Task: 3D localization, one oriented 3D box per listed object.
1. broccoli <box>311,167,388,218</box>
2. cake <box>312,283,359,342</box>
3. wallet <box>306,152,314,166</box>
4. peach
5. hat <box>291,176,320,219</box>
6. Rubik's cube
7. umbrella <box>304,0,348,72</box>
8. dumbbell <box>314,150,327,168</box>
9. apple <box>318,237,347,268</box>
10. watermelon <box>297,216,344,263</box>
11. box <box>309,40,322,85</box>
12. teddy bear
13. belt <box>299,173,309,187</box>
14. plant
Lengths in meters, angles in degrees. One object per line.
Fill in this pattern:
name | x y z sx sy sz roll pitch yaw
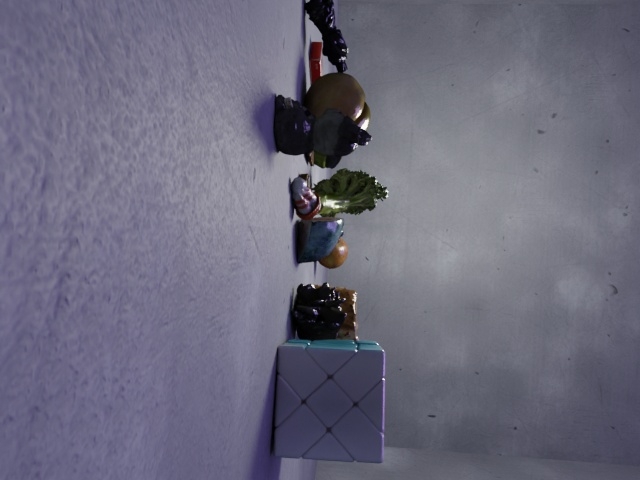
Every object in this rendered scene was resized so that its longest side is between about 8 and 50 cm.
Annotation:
broccoli | 0.055 -0.187 1.910 0.274 0.397 0.353 57 -25 9
cake | 0.047 0.367 1.860 0.281 0.256 0.290 -85 179 -47
wallet | -0.045 -0.371 1.741 0.176 0.026 0.095 43 43 -86
peach | 0.060 -0.488 1.601 0.292 0.248 0.291 -39 141 -42
hat | -0.062 -0.150 1.383 0.162 0.094 0.112 53 26 -54
Rubik's cube | 0.035 0.483 1.320 0.316 0.323 0.318 61 30 -79
umbrella | 0.034 -0.753 1.531 0.122 0.110 0.272 19 -40 54
dumbbell | 0.010 -0.458 1.874 0.301 0.122 0.108 85 -20 -58
apple | 0.063 0.068 2.398 0.188 0.189 0.173 -80 -178 -61
watermelon | 0.007 0.000 1.631 0.322 0.176 0.187 -57 148 -80
box | -0.013 -0.721 1.794 0.229 0.050 0.122 85 9 -60
teddy bear | -0.003 -0.277 1.095 0.171 0.251 0.144 113 -13 -57
belt | -0.062 -0.209 1.536 0.059 0.036 0.083 63 29 -68
plant | -0.009 0.265 1.559 0.275 0.199 0.188 93 -4 -48
